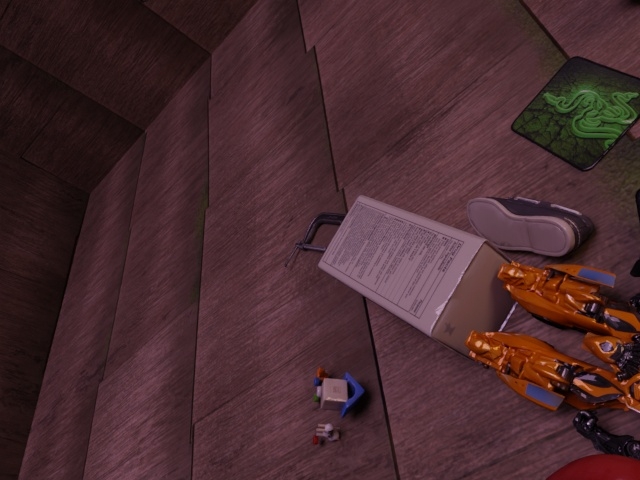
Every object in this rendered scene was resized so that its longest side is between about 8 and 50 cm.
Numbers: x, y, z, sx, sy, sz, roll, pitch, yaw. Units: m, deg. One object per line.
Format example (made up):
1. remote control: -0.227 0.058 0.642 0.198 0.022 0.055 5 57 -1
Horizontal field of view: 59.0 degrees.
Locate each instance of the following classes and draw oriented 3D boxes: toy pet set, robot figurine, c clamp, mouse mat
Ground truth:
1. toy pet set: 0.029 0.263 0.939 0.114 0.065 0.122 105 169 -48
2. robot figurine: 0.314 0.125 0.640 0.291 0.085 0.211 18 80 55
3. c clamp: 0.000 0.000 1.193 0.161 0.022 0.137 -1 59 53
4. mouse mat: 0.392 -0.198 0.859 0.152 0.007 0.189 -50 36 12

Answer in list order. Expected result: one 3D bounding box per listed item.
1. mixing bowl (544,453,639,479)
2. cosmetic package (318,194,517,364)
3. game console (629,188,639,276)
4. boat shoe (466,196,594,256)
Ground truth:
1. mixing bowl: 0.280 0.271 0.528 0.181 0.181 0.098 -25 7 40
2. cosmetic package: 0.145 0.048 0.875 0.153 0.129 0.296 -58 34 -1
3. game console: 0.417 -0.025 0.618 0.144 0.085 0.124 -16 69 44
4. boat shoe: 0.297 -0.027 0.820 0.065 0.075 0.206 -21 21 -21
